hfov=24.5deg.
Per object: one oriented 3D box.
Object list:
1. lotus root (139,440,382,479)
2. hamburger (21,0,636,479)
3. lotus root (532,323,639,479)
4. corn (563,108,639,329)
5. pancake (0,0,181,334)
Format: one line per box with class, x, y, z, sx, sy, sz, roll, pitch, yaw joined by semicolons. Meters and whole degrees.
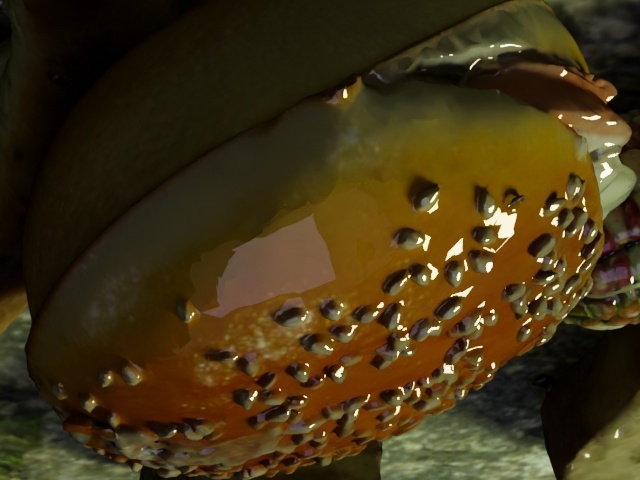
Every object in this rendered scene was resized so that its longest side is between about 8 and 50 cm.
lotus root;-0.020;0.113;0.757;0.135;0.095;0.159;8;178;-11
hamburger;-0.001;-0.001;0.524;0.237;0.147;0.237;-32;157;-15
lotus root;0.207;0.094;0.806;0.170;0.074;0.260;-27;140;22
corn;0.215;-0.041;0.628;0.280;0.092;0.092;-22;142;3
pancake;-0.123;-0.076;0.503;0.212;0.056;0.257;-28;140;19
